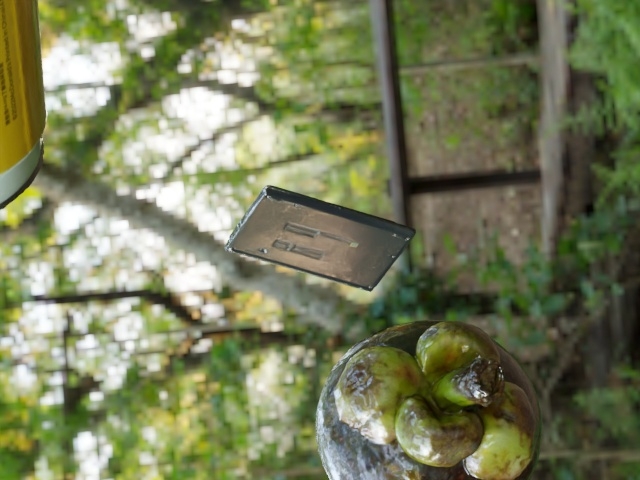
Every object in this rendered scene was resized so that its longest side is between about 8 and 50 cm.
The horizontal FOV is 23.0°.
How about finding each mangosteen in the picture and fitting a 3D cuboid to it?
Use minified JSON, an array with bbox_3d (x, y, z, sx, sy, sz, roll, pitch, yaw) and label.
[{"bbox_3d":[0.098,0.142,1.299,0.217,0.192,0.192,112,158,-55],"label":"mangosteen"}]

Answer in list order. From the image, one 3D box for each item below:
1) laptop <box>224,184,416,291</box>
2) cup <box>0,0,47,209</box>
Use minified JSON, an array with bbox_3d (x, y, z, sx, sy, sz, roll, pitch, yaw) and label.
[{"bbox_3d":[0.000,0.000,1.859,0.135,0.197,0.016,126,153,-48],"label":"laptop"},{"bbox_3d":[-0.234,-0.149,0.845,0.196,0.196,0.279,-93,0,-47],"label":"cup"}]
